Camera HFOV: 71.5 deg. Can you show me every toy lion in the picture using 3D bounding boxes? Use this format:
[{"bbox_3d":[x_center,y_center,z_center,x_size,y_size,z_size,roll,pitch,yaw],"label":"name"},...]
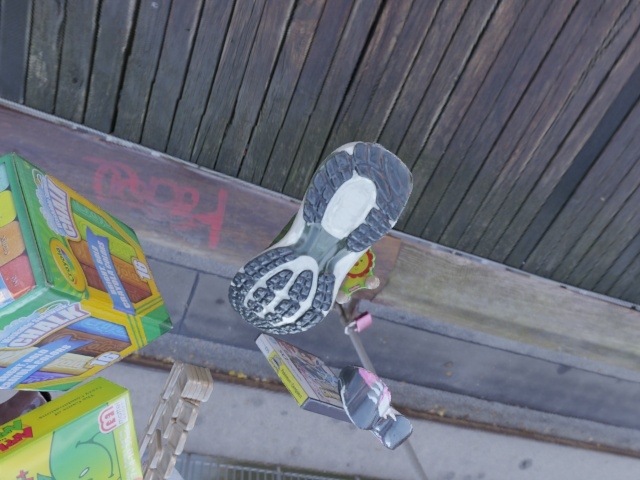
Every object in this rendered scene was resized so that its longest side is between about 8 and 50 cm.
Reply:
[{"bbox_3d":[0.059,0.055,0.820,0.100,0.034,0.096,-28,79,13],"label":"toy lion"}]

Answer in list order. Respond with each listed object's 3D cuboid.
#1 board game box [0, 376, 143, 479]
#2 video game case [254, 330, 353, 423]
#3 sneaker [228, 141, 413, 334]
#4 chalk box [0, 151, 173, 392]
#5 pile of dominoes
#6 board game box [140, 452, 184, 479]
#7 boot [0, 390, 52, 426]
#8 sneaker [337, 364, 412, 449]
[{"bbox_3d":[-0.211,0.177,0.291,0.043,0.181,0.092,7,106,33],"label":"board game box"},{"bbox_3d":[-0.019,0.357,1.143,0.035,0.248,0.274,-52,134,1],"label":"video game case"},{"bbox_3d":[0.000,0.000,0.737,0.158,0.182,0.410,39,118,-6],"label":"sneaker"},{"bbox_3d":[-0.336,0.042,0.493,0.179,0.180,0.289,-30,157,-1],"label":"chalk box"},{"bbox_3d":[-0.218,0.304,0.619,0.040,0.196,0.252,24,89,-24],"label":"pile of dominoes"},{"bbox_3d":[-0.445,0.697,1.091,0.318,0.066,0.318,-26,105,12],"label":"board game box"},{"bbox_3d":[-0.610,0.439,0.895,0.206,0.090,0.248,-37,79,-9],"label":"boot"},{"bbox_3d":[0.068,0.251,0.680,0.072,0.077,0.178,-40,121,-17],"label":"sneaker"}]
